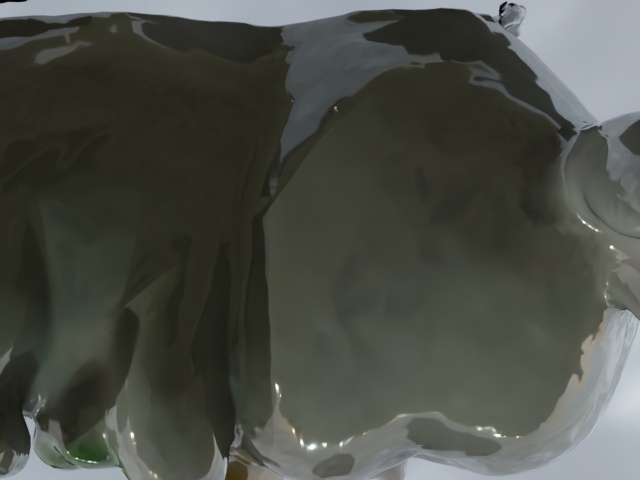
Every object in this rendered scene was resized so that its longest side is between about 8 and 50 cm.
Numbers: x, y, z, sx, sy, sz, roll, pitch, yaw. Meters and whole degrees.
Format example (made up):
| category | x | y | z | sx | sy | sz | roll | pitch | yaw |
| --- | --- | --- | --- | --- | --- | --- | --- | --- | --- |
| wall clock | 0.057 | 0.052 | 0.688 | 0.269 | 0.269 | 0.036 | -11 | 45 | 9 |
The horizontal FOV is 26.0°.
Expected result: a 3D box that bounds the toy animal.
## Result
| category | x | y | z | sx | sy | sz | roll | pitch | yaw |
| --- | --- | --- | --- | --- | --- | --- | --- | --- | --- |
| toy animal | -0.002 | 0.001 | 0.408 | 0.325 | 0.208 | 0.154 | -6 | -94 | 21 |
